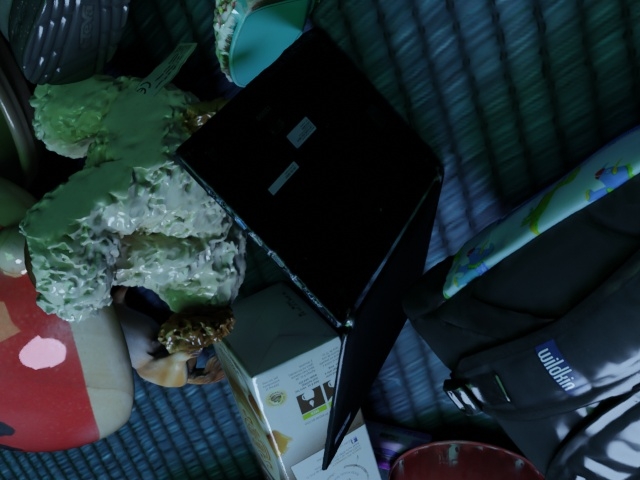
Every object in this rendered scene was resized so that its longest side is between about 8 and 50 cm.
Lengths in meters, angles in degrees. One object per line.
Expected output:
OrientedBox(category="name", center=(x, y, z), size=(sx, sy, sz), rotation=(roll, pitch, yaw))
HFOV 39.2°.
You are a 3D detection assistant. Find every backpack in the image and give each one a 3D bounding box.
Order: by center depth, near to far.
OrientedBox(category="backpack", center=(0.278, 0.024, 0.617), size=(0.290, 0.273, 0.355), rotation=(47, 146, 7))

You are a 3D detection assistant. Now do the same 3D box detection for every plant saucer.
OrientedBox(category="plant saucer", center=(-0.355, -0.173, 0.875), size=(0.278, 0.041, 0.278), rotation=(38, 151, 26))

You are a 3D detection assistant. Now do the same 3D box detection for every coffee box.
OrientedBox(category="coffee box", center=(-0.021, 0.187, 0.937), size=(0.141, 0.098, 0.246), rotation=(39, 150, 58))

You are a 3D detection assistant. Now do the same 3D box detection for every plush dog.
OrientedBox(category="plush dog", center=(-0.134, -0.028, 0.817), size=(0.210, 0.262, 0.225), rotation=(-14, 144, 4))

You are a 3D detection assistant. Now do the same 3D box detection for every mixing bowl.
OrientedBox(category="mixing bowl", center=(0.154, 0.305, 0.942), size=(0.181, 0.098, 0.181), rotation=(8, 133, 9))

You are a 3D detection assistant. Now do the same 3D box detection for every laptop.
OrientedBox(category="laptop", center=(0.000, 0.000, 0.739), size=(0.264, 0.234, 0.136), rotation=(46, 131, -9))

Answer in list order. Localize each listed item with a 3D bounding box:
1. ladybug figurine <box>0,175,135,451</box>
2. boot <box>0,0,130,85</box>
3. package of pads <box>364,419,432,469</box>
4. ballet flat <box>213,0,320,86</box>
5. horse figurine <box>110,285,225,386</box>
OrientedBox(category="ladybug figurine", center=(-0.334, 0.098, 0.951), size=(0.305, 0.162, 0.449), rotation=(47, 152, 11))
OrientedBox(category="boot", center=(-0.208, -0.307, 0.688), size=(0.338, 0.118, 0.223), rotation=(-49, 66, 33))
OrientedBox(category="package of pads", center=(0.084, 0.232, 0.995), size=(0.083, 0.032, 0.050), rotation=(7, 126, 24))
OrientedBox(category="ballet flat", center=(-0.043, -0.216, 0.701), size=(0.077, 0.091, 0.241), rotation=(64, 156, 17))
OrientedBox(category="horse figurine", center=(-0.201, 0.097, 1.030), size=(0.263, 0.066, 0.174), rotation=(29, 131, 8))
